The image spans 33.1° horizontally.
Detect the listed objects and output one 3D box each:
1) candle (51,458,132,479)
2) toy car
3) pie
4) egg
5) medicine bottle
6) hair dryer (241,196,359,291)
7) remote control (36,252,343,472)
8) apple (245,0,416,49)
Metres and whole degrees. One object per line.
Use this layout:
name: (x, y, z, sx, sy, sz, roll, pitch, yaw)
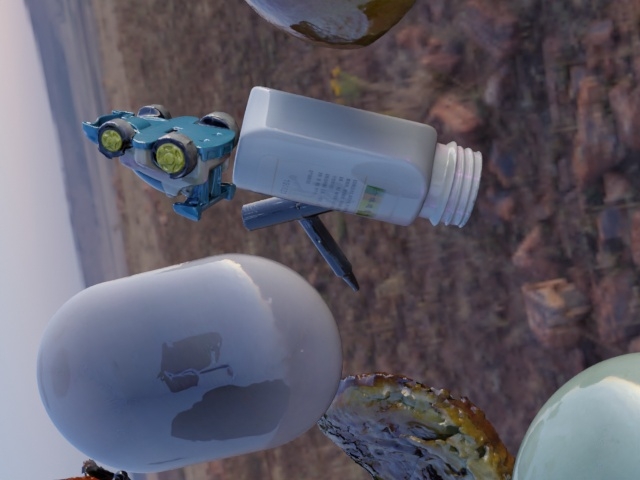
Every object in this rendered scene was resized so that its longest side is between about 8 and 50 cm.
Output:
candle: (-0.222, 0.223, 0.866, 0.059, 0.084, 0.301, -63, -20, 5)
toy car: (-0.174, -0.088, 1.177, 0.126, 0.161, 0.098, -42, -42, -64)
pie: (0.122, 0.263, 1.326, 0.308, 0.085, 0.308, 31, 150, 20)
egg: (0.210, 0.162, 0.732, 0.192, 0.149, 0.149, -62, 32, 30)
medicine bottle: (0.050, -0.104, 1.464, 0.179, 0.324, 0.124, 108, 175, -63)
hair dryer: (-0.012, 0.007, 1.682, 0.050, 0.173, 0.195, -70, -36, -56)
remote control: (-0.139, 0.133, 1.134, 0.103, 0.332, 0.221, -72, -33, -70)
apple: (-0.013, -0.338, 1.253, 0.254, 0.179, 0.346, 57, 156, -16)
